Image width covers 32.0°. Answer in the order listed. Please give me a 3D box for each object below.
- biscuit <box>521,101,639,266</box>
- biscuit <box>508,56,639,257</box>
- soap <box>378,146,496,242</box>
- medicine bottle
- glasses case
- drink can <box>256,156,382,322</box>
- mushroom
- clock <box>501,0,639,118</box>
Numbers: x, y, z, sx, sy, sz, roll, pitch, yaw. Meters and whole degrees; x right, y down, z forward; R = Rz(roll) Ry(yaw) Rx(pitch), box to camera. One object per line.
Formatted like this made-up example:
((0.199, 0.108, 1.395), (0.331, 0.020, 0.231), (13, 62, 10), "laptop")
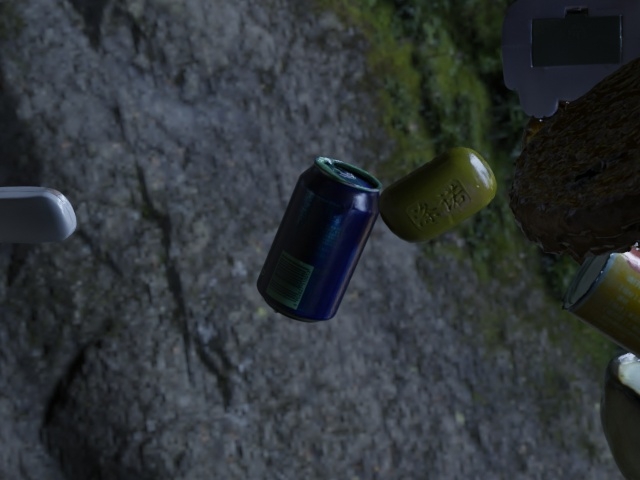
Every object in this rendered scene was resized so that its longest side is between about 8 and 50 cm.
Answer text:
((0.380, -0.057, 1.455), (0.305, 0.038, 0.305), (23, 48, -28), "biscuit")
((0.285, -0.081, 0.918), (0.075, 0.296, 0.296), (54, 21, -16), "biscuit")
((0.136, -0.051, 1.304), (0.089, 0.140, 0.045), (49, 19, -27), "soap")
((0.444, 0.148, 1.118), (0.108, 0.426, 0.108), (-58, -179, 2), "medicine bottle")
((-0.354, -0.029, 1.293), (0.041, 0.164, 0.063), (-53, 135, -48), "glasses case")
((0.000, 0.000, 1.460), (0.118, 0.118, 0.205), (-59, 174, -72), "drink can")
((0.460, 0.260, 1.440), (0.267, 0.190, 0.164), (36, -53, 52), "mushroom")
((0.342, -0.237, 1.398), (0.254, 0.189, 0.189), (-12, 93, -67), "clock")
